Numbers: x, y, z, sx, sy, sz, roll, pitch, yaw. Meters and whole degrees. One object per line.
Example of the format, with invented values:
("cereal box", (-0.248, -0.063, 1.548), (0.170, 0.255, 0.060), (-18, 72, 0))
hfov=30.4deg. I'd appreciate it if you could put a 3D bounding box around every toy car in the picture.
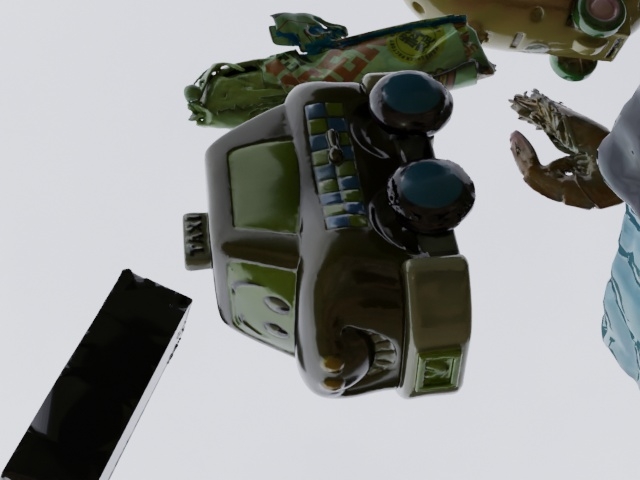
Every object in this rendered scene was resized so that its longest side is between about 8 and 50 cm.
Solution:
("toy car", (0.000, 0.000, 0.853), (0.198, 0.204, 0.248), (-6, -129, -5))

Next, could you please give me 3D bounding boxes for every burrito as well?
("burrito", (0.014, -0.165, 1.080), (0.288, 0.054, 0.104), (-12, -108, -3))

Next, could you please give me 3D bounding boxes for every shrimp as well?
("shrimp", (0.300, -0.116, 1.497), (0.133, 0.236, 0.053), (-35, -36, -7))

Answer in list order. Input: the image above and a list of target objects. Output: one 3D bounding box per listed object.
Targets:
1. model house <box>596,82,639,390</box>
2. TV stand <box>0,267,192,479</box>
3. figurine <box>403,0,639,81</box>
("model house", (0.210, -0.016, 0.285), (0.226, 0.261, 0.241), (-24, -41, -7))
("TV stand", (-0.223, 0.160, 1.193), (0.088, 0.082, 0.269), (22, -131, 1))
("figurine", (0.248, -0.319, 1.392), (0.325, 0.124, 0.222), (5, -110, -4))
